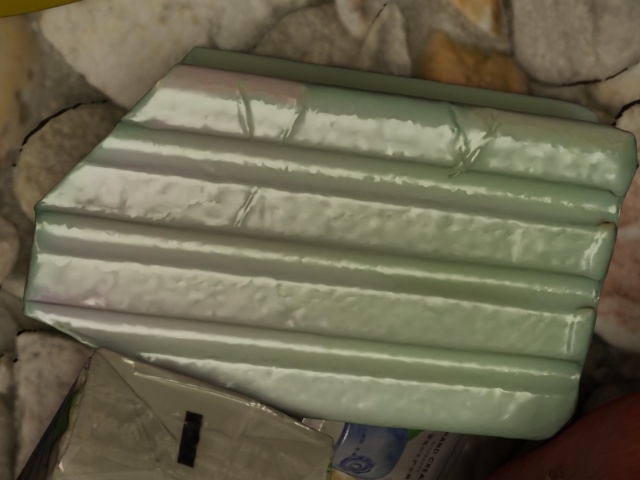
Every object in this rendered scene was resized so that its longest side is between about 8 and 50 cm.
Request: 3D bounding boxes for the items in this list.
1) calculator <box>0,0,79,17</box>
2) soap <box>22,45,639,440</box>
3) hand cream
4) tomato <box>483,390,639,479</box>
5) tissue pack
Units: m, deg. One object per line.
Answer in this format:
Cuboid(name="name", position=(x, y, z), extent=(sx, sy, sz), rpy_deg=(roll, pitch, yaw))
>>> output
Cuboid(name="calculator", position=(-0.129, -0.179, 0.693), extent=(0.235, 0.146, 0.032), rpy_deg=(-18, 74, 1))
Cuboid(name="soap", position=(0.000, 0.000, 0.777), extent=(0.347, 0.115, 0.208), rpy_deg=(7, 106, -10))
Cuboid(name="hand cream", position=(0.041, 0.137, 0.866), extent=(0.142, 0.053, 0.084), rpy_deg=(23, 102, -25))
Cuboid(name="tomato", position=(0.199, 0.243, 0.774), extent=(0.341, 0.341, 0.273), rpy_deg=(-45, 109, 7))
Cuboid(name="tissue pack", position=(-0.116, 0.198, 0.759), extent=(0.159, 0.145, 0.229), rpy_deg=(23, 138, -15))
